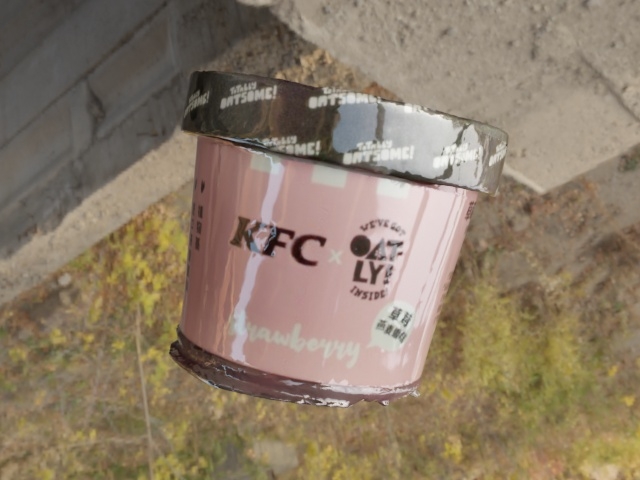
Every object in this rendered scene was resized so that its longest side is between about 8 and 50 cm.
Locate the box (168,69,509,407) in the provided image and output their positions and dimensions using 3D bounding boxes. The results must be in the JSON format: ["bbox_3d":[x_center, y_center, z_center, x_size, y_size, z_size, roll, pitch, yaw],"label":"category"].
[{"bbox_3d":[0.000,0.000,0.387,0.151,0.135,0.151,12,-174,-1],"label":"box"}]
